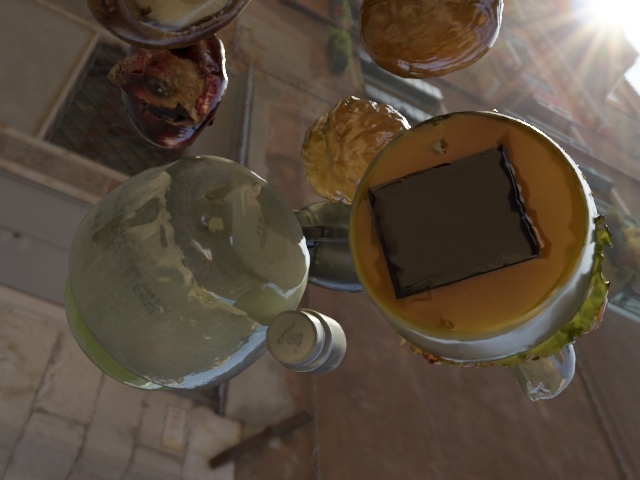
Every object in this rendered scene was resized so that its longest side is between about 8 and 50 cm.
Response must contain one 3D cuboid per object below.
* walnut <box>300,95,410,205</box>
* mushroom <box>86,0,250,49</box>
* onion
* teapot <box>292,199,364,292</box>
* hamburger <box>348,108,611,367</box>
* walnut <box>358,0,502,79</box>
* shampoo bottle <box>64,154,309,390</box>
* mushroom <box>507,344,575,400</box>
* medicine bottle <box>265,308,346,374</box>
[{"bbox_3d":[0.065,-0.153,1.300,0.213,0.213,0.213,-55,-159,34],"label":"walnut"},{"bbox_3d":[-0.226,-0.451,1.178,0.259,0.345,0.345,48,-62,36],"label":"mushroom"},{"bbox_3d":[-0.309,-0.311,1.440,0.272,0.195,0.272,11,-75,47],"label":"onion"},{"bbox_3d":[-0.006,0.020,1.652,0.305,0.285,0.223,-133,-129,-59],"label":"teapot"},{"bbox_3d":[0.168,-0.002,0.828,0.276,0.179,0.294,-21,-104,14],"label":"hamburger"},{"bbox_3d":[0.151,-0.308,1.024,0.207,0.167,0.167,-8,-123,37],"label":"walnut"},{"bbox_3d":[-0.190,0.046,1.072,0.317,0.322,0.322,-40,-149,36],"label":"shampoo bottle"},{"bbox_3d":[0.290,0.116,1.086,0.103,0.270,0.118,-14,-142,35],"label":"mushroom"},{"bbox_3d":[-0.019,0.128,0.946,0.080,0.080,0.130,-70,161,-7],"label":"medicine bottle"}]
